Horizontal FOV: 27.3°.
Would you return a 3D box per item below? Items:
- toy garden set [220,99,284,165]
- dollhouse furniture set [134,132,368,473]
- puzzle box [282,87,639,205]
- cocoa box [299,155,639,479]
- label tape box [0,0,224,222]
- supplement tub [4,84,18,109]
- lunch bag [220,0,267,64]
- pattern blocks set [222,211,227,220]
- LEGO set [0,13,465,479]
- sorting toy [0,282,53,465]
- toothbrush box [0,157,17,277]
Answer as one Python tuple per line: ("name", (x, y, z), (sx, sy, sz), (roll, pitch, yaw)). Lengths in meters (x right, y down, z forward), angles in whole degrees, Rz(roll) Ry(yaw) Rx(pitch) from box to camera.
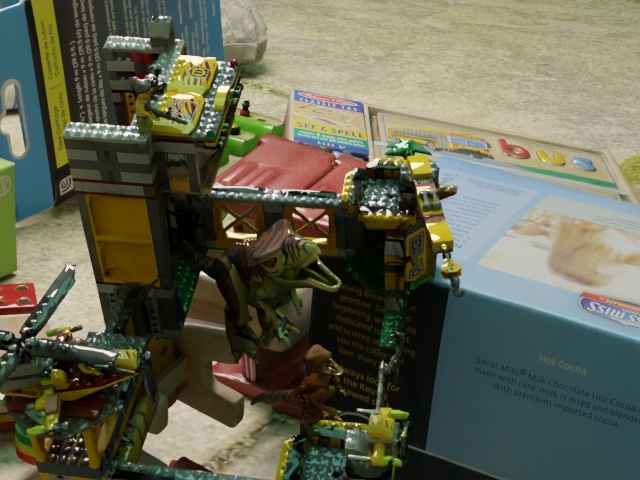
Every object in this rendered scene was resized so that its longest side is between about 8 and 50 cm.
("toy garden set", (-0.191, -0.149, 1.657), (0.203, 0.049, 0.244), (17, 27, 25))
("dollhouse furniture set", (-0.074, 0.087, 1.003), (0.152, 0.201, 0.374), (18, 34, 25))
("puzzle box", (0.158, -0.071, 1.490), (0.408, 0.052, 0.272), (10, 24, -6))
("cocoa box", (0.186, 0.107, 0.952), (0.347, 0.228, 0.231), (16, 27, 23))
("label tape box", (-0.261, -0.199, 1.440), (0.115, 0.249, 0.347), (27, 44, 33))
("supplement tub", (-0.384, -0.210, 1.730), (0.107, 0.071, 0.071), (-13, 30, -32))
("lunch bag", (-0.241, -0.336, 1.925), (0.235, 0.169, 0.287), (-12, 37, -40))
("pattern blocks set", (0.000, 0.000, 1.364), (0.285, 0.026, 0.325), (19, 27, 11))
("LEGO set", (-0.046, 0.013, 0.730), (0.255, 0.192, 0.331), (10, 45, 14))
("sorting toy", (-0.283, 0.111, 1.074), (0.132, 0.046, 0.274), (-4, 26, -18))
("toothbrush box", (-0.452, -0.007, 1.212), (0.206, 0.122, 0.283), (18, 27, 27))
